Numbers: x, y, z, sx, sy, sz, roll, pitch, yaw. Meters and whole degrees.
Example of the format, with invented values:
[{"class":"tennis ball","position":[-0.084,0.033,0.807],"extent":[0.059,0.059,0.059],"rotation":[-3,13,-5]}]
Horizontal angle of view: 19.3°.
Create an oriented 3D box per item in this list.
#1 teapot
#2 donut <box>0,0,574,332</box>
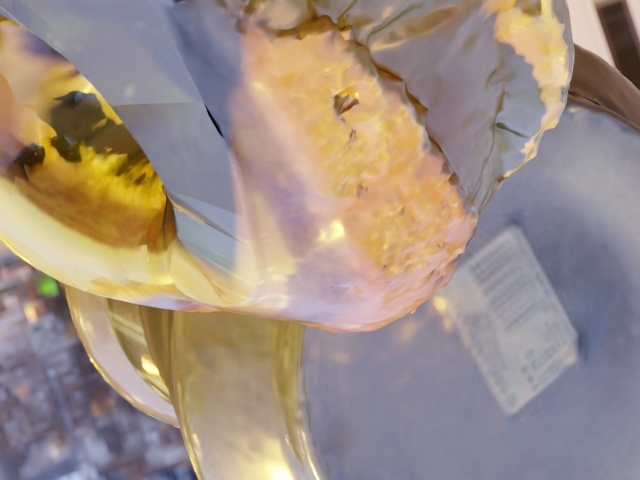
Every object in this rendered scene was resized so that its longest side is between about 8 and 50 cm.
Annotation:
[{"class":"teapot","position":[0.000,0.000,1.022],"extent":[0.305,0.376,0.361],"rotation":[-38,-158,-18]},{"class":"donut","position":[-0.067,-0.081,0.667],"extent":[0.330,0.330,0.160],"rotation":[-15,-137,61]}]
